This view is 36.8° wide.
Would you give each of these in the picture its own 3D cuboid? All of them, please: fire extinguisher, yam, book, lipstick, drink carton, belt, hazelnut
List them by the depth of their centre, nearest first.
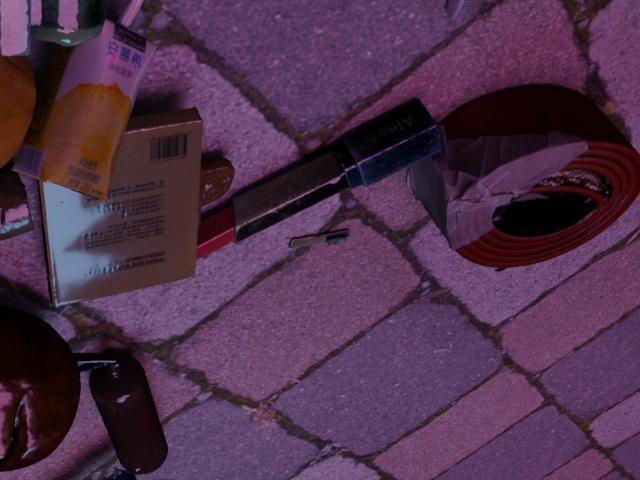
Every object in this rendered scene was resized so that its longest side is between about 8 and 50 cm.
[{"bbox_3d":[-0.194,-0.140,0.824,0.084,0.074,0.200,21,86,-45],"label":"drink carton"},{"bbox_3d":[-0.354,-0.014,0.896,0.169,0.068,0.068,-20,144,-16],"label":"yam"},{"bbox_3d":[-0.199,-0.029,0.969,0.161,0.026,0.231,-12,140,-21],"label":"book"},{"bbox_3d":[-0.362,0.152,1.025,0.204,0.178,0.178,21,121,-42],"label":"hazelnut"},{"bbox_3d":[-0.013,-0.065,1.090,0.312,0.051,0.051,-26,147,-3],"label":"lipstick"},{"bbox_3d":[0.255,-0.073,1.213,0.323,0.115,0.227,-3,136,-32],"label":"belt"},{"bbox_3d":[-0.260,0.216,1.241,0.089,0.072,0.268,-10,142,-7],"label":"fire extinguisher"}]

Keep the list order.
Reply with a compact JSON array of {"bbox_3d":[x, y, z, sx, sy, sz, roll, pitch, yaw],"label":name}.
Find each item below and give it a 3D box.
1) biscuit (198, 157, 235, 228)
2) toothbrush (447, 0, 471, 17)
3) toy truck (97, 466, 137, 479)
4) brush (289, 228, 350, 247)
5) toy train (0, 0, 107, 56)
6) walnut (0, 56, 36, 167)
[{"bbox_3d":[-0.190,-0.062,0.981,0.205,0.031,0.138,12,127,-44],"label":"biscuit"},{"bbox_3d":[0.172,-0.329,0.921,0.027,0.021,0.269,-21,146,-34],"label":"toothbrush"},{"bbox_3d":[-0.337,0.363,1.353,0.175,0.081,0.067,-37,145,14],"label":"toy truck"},{"bbox_3d":[0.000,0.000,1.210,0.083,0.013,0.016,-9,142,-25],"label":"brush"},{"bbox_3d":[-0.199,-0.263,0.613,0.194,0.120,0.298,-7,123,-28],"label":"toy train"},{"bbox_3d":[-0.321,-0.110,0.729,0.206,0.159,0.159,-3,137,-40],"label":"walnut"}]
